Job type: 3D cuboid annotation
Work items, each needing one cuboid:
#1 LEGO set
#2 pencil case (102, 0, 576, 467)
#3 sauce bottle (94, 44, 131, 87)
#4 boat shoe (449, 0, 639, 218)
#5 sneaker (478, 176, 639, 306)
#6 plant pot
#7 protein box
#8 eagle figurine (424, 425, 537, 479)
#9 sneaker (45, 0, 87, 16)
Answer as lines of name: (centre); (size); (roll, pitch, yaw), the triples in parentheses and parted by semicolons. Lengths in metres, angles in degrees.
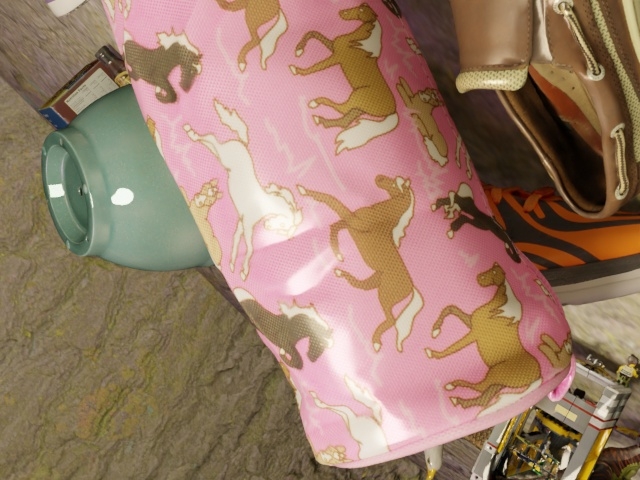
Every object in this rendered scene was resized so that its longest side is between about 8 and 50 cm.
LEGO set: (0.336, 0.224, 0.751); (0.255, 0.192, 0.331); (14, -168, -42)
pencil case: (0.001, -0.062, 0.432); (0.167, 0.160, 0.385); (-28, 85, 39)
sauce bottle: (-0.318, -0.268, 1.195); (0.128, 0.042, 0.042); (42, 167, -8)
boat shoe: (0.110, -0.114, 0.372); (0.257, 0.095, 0.095); (47, 165, -21)
sneaker: (0.110, -0.037, 0.550); (0.321, 0.179, 0.125); (-5, 178, 29)
plant pot: (-0.270, -0.081, 1.024); (0.293, 0.196, 0.292); (24, 122, 46)
protein box: (-0.404, -0.222, 1.372); (0.201, 0.136, 0.200); (48, 165, -24)
eagle figurine: (0.233, 0.320, 1.287); (0.226, 0.225, 0.298); (2, 161, -43)
sneaker: (-0.252, -0.332, 0.721); (0.161, 0.102, 0.282); (51, 153, -22)
